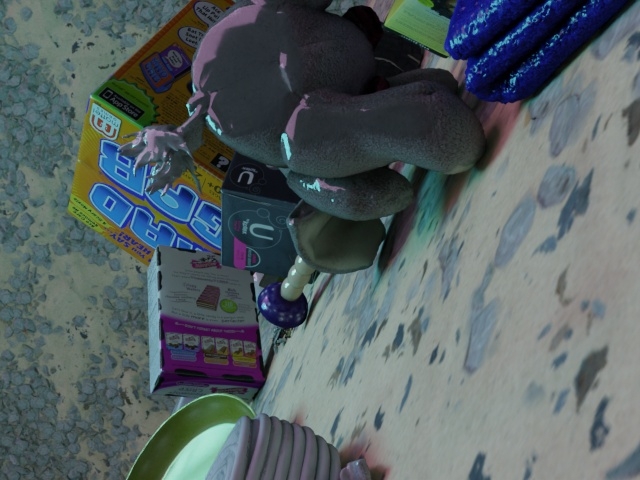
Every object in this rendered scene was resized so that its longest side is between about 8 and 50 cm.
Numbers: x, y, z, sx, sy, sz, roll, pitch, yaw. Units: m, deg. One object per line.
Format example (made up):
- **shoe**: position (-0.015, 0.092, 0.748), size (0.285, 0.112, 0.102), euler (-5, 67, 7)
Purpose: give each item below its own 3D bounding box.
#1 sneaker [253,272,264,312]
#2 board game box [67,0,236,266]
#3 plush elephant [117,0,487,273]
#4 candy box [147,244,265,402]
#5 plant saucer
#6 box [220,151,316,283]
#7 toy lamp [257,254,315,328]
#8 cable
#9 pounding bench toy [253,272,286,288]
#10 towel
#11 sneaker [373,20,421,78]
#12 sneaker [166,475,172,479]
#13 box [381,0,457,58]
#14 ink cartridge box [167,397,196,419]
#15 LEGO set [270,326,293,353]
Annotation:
- **sneaker**: position (-0.154, 0.102, 1.826), size (0.212, 0.094, 0.080), euler (-61, 7, 33)
- **board game box**: position (-0.190, -0.157, 1.631), size (0.356, 0.356, 0.356), euler (-56, -1, -36)
- **plush elephant**: position (0.015, -0.121, 0.837), size (0.330, 0.272, 0.255), euler (-27, -16, 24)
- **candy box**: position (-0.178, 0.125, 1.367), size (0.071, 0.159, 0.233), euler (122, 149, -43)
- **plant saucer**: position (-0.129, 0.276, 0.924), size (0.241, 0.037, 0.241), euler (-29, 43, 31)
- **box**: position (-0.045, -0.098, 1.302), size (0.165, 0.143, 0.270), euler (97, -174, -49)
- **toy lamp**: position (0.000, 0.000, 1.095), size (0.080, 0.080, 0.275), euler (-74, 8, -49)
- **cable**: position (-0.065, 0.254, 0.652), size (0.257, 0.089, 0.257), euler (147, 147, -77)
- **pounding bench toy**: position (-0.077, 0.042, 1.490), size (0.065, 0.083, 0.052), euler (-76, 12, -52)
- **towel**: position (0.183, -0.264, 0.604), size (0.228, 0.076, 0.308), euler (128, 165, -66)
- **sneaker**: position (0.050, -0.177, 1.195), size (0.122, 0.110, 0.283), euler (116, 175, -56)
- **sneaker**: position (-0.171, 0.365, 1.020), size (0.095, 0.104, 0.236), euler (154, 139, -77)
- **box**: position (0.132, -0.247, 0.896), size (0.232, 0.087, 0.058), euler (169, 125, -83)
- **ink cartridge box**: position (-0.209, 0.338, 1.403), size (0.172, 0.100, 0.237), euler (-78, 14, -58)
- **LEGO set**: position (-0.057, 0.130, 1.284), size (0.083, 0.023, 0.054), euler (122, 170, -47)
